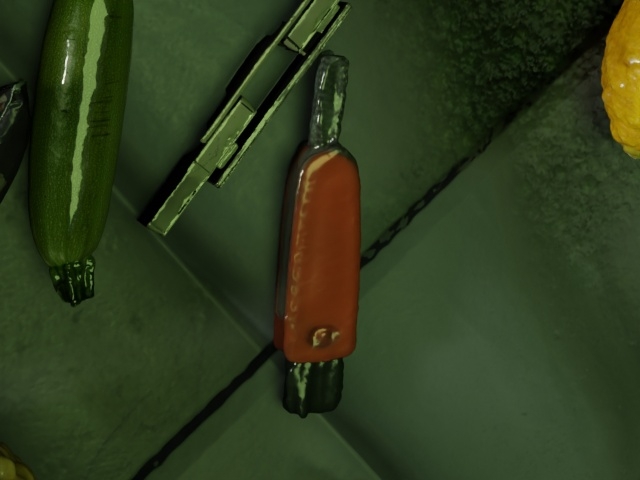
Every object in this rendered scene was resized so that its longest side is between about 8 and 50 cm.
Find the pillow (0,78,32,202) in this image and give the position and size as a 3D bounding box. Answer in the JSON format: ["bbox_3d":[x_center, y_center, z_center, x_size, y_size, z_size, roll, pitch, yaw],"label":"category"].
[{"bbox_3d":[-0.243,-0.045,0.755,0.048,0.090,0.150,25,95,-32],"label":"pillow"}]

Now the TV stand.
[{"bbox_3d":[-0.061,-0.108,0.860,0.042,0.036,0.249,38,86,-33],"label":"TV stand"}]

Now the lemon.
[{"bbox_3d":[0.328,-0.160,0.989,0.142,0.142,0.187,14,104,-30],"label":"lemon"}]

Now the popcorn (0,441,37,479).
[{"bbox_3d":[-0.325,0.229,0.722,0.265,0.225,0.332,-37,142,21],"label":"popcorn"}]

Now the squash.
[{"bbox_3d":[-0.179,-0.080,0.790,0.066,0.066,0.252,4,103,-29],"label":"squash"}]

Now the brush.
[{"bbox_3d":[0.000,0.000,0.922,0.070,0.051,0.323,-2,110,-20],"label":"brush"}]
